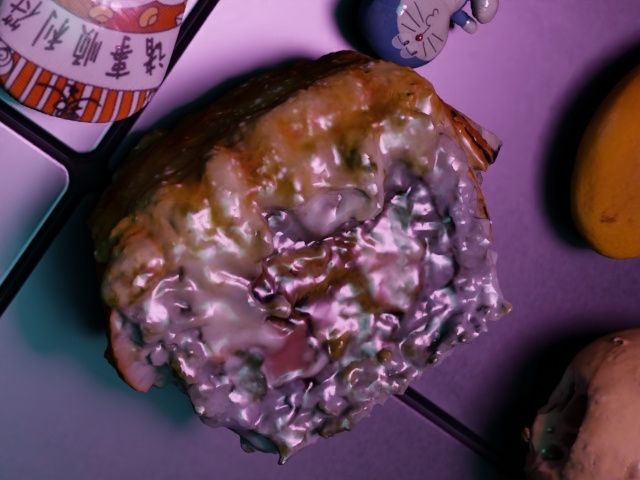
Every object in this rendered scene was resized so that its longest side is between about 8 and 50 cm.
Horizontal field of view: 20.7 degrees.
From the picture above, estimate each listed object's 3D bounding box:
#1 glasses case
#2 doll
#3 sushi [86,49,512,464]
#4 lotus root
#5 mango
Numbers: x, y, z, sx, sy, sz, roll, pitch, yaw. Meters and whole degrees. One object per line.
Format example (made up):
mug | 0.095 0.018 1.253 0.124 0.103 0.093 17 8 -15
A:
glasses case | -0.109 -0.195 0.944 0.103 0.067 0.267 12 95 -22
doll | 0.061 -0.138 1.035 0.083 0.050 0.076 -48 131 -10
sushi | 0.000 0.000 0.985 0.274 0.139 0.184 -31 112 -8
lotus root | 0.290 0.152 1.126 0.342 0.151 0.169 12 95 -21
mango | 0.230 -0.066 1.100 0.178 0.090 0.115 -29 117 -7
